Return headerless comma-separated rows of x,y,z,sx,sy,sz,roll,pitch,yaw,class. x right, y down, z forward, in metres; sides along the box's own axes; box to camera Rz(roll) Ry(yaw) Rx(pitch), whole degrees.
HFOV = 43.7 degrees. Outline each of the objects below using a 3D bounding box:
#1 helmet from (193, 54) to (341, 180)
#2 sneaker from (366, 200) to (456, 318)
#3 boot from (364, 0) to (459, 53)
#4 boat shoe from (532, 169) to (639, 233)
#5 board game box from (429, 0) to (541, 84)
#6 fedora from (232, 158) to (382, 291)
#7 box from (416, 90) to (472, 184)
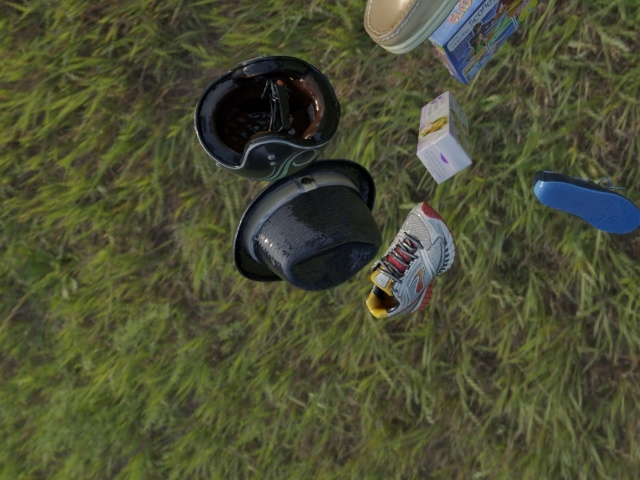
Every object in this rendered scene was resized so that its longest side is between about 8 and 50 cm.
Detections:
-0.073,-0.155,1.047,0.161,0.169,0.169,-19,114,49,helmet
0.127,0.040,1.156,0.088,0.092,0.225,50,145,32,sneaker
0.045,-0.239,0.531,0.077,0.165,0.213,49,123,40,boot
0.575,-0.099,1.710,0.258,0.089,0.109,24,121,-17,boat shoe
0.242,-0.325,1.105,0.201,0.136,0.035,-48,64,6,board game box
0.000,0.000,1.558,0.152,0.333,0.334,50,139,36,fedora
0.209,-0.181,1.348,0.063,0.324,0.067,-33,102,19,box
